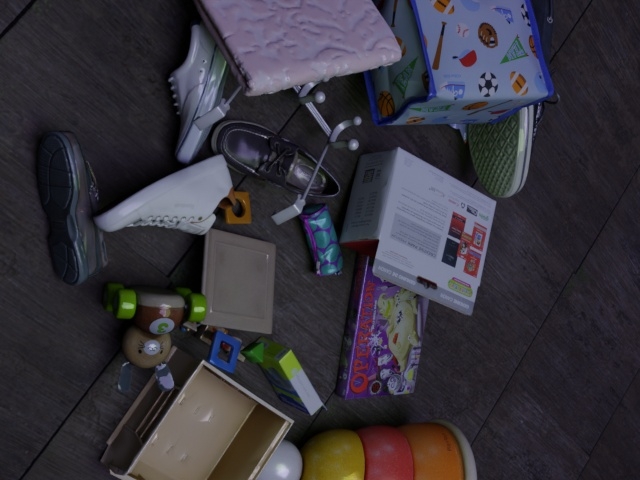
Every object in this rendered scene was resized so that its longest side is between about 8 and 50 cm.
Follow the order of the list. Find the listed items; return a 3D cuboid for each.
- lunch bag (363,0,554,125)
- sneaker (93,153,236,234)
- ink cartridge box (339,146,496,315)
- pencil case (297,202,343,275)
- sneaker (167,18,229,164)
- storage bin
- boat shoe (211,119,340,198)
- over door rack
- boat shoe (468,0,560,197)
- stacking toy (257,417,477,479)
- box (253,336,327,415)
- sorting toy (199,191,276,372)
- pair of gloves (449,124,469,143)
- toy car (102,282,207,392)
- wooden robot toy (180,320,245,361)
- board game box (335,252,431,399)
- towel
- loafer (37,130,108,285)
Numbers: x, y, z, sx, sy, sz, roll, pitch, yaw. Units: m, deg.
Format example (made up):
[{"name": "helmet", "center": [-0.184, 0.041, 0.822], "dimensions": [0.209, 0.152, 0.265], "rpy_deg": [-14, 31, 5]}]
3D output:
[{"name": "lunch bag", "center": [0.243, -0.432, 1.689], "dimensions": [0.328, 0.239, 0.385], "rpy_deg": [-7, 83, -33]}, {"name": "sneaker", "center": [-0.250, -0.053, 1.459], "dimensions": [0.290, 0.106, 0.123], "rpy_deg": [-30, 101, -43]}, {"name": "ink cartridge box", "center": [0.204, -0.008, 1.789], "dimensions": [0.310, 0.130, 0.271], "rpy_deg": [25, 71, -34]}, {"name": "pencil case", "center": [0.000, 0.000, 1.731], "dimensions": [0.070, 0.065, 0.151], "rpy_deg": [-41, 124, -45]}, {"name": "sneaker", "center": [-0.224, -0.264, 1.498], "dimensions": [0.091, 0.094, 0.258], "rpy_deg": [19, 101, -1]}, {"name": "storage bin", "center": [-0.236, 0.379, 1.616], "dimensions": [0.262, 0.123, 0.260], "rpy_deg": [42, 76, -36]}, {"name": "boat shoe", "center": [-0.076, -0.151, 1.620], "dimensions": [0.285, 0.092, 0.102], "rpy_deg": [26, 85, -38]}, {"name": "over door rack", "center": [-0.050, -0.219, 1.521], "dimensions": [0.239, 0.108, 0.324], "rpy_deg": [52, 42, -20]}, {"name": "boat shoe", "center": [0.435, -0.343, 1.867], "dimensions": [0.156, 0.187, 0.499], "rpy_deg": [0, 92, -31]}, {"name": "stacking toy", "center": [0.058, 0.509, 1.809], "dimensions": [0.480, 0.351, 0.350], "rpy_deg": [19, 90, -19]}, {"name": "box", "center": [-0.066, 0.283, 1.725], "dimensions": [0.042, 0.109, 0.178], "rpy_deg": [-42, 122, -25]}, {"name": "sorting toy", "center": [-0.163, 0.078, 1.610], "dimensions": [0.196, 0.047, 0.347], "rpy_deg": [17, 71, -47]}, {"name": "pair of gloves", "center": [0.337, -0.329, 1.922], "dimensions": [0.198, 0.023, 0.159], "rpy_deg": [-50, 123, -21]}, {"name": "toy car", "center": [-0.301, 0.177, 1.493], "dimensions": [0.155, 0.149, 0.188], "rpy_deg": [6, 93, -27]}, {"name": "wooden robot toy", "center": [-0.191, 0.169, 1.634], "dimensions": [0.173, 0.076, 0.079], "rpy_deg": [38, 68, -36]}, {"name": "board game box", "center": [0.149, 0.179, 1.898], "dimensions": [0.208, 0.056, 0.346], "rpy_deg": [3, 100, -33]}, {"name": "towel", "center": [-0.059, -0.407, 1.484], "dimensions": [0.332, 0.053, 0.316], "rpy_deg": [-21, 71, -32]}, {"name": "loafer", "center": [-0.409, -0.059, 1.415], "dimensions": [0.084, 0.096, 0.267], "rpy_deg": [-27, 125, -50]}]
